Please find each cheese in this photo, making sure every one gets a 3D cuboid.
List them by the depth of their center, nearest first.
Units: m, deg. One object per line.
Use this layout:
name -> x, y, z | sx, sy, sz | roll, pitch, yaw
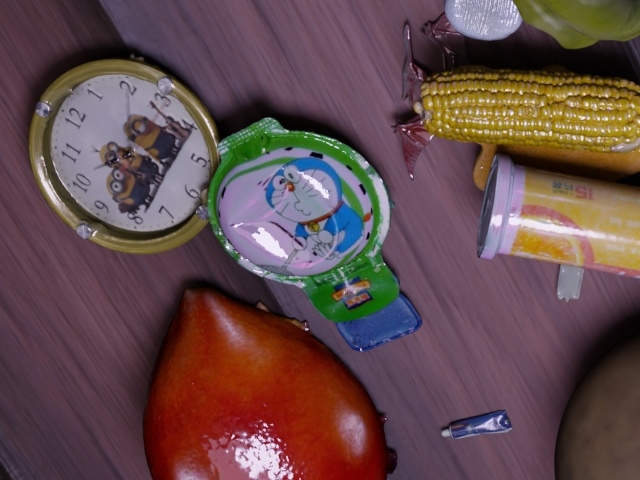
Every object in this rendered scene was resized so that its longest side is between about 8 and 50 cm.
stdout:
cheese -> 0.000, 0.000, 1.497 | 0.204, 0.083, 0.320 | -24, 117, 21

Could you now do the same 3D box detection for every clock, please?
clock -> -0.213, -0.099, 1.524 | 0.237, 0.057, 0.237 | 6, 117, 12

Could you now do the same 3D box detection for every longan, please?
longan -> 0.392, 0.243, 1.406 | 0.319, 0.319, 0.319 | 7, 119, 13

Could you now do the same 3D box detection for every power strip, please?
power strip -> 0.274, 0.031, 1.473 | 0.027, 0.017, 0.083 | 11, 119, 11

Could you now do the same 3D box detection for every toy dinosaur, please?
toy dinosaur -> 0.128, -0.162, 1.406 | 0.108, 0.032, 0.220 | 19, 110, 9

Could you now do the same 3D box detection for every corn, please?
corn -> 0.209, -0.127, 1.307 | 0.238, 0.080, 0.080 | 6, 119, 3

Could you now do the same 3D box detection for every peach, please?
peach -> -0.081, 0.233, 1.577 | 0.258, 0.201, 0.361 | -22, 109, 26

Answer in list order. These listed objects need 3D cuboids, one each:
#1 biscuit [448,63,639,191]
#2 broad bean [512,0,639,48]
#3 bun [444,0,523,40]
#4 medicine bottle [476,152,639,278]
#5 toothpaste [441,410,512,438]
biscuit -> 0.220, -0.108, 1.385 | 0.240, 0.035, 0.158 | 27, 119, -12
broad bean -> 0.265, -0.313, 1.225 | 0.238, 0.119, 0.291 | -4, 123, 2
bun -> 0.165, -0.237, 1.343 | 0.083, 0.045, 0.083 | 1, 115, 2
medicine bottle -> 0.375, 0.002, 1.347 | 0.426, 0.108, 0.108 | 10, 120, 2
toothpaste -> 0.184, 0.221, 1.601 | 0.083, 0.019, 0.027 | -15, 95, 18
